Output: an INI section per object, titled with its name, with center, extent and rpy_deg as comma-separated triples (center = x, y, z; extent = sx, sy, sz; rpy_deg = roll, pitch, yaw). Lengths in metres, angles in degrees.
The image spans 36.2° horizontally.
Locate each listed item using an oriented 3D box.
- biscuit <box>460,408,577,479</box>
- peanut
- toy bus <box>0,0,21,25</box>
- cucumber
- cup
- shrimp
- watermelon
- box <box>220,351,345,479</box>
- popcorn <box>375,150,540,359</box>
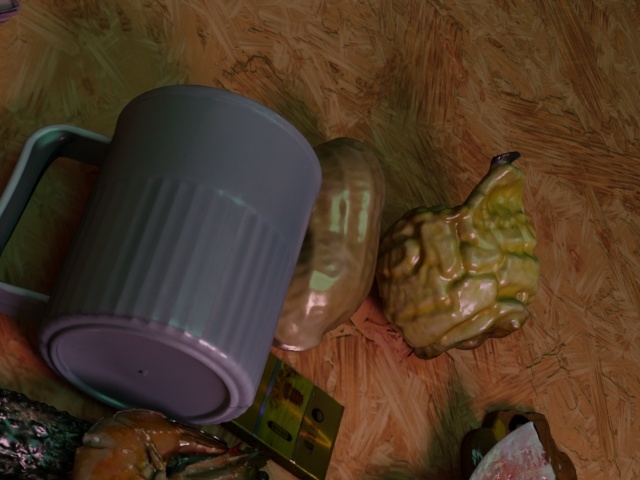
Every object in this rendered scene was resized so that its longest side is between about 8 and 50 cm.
[biscuit]
center = 0.335, 0.377, 1.592
extent = 0.290, 0.041, 0.208
rpy_deg = 12, 63, -41
[peanut]
center = 0.004, 0.002, 1.361
extent = 0.174, 0.158, 0.339
rpy_deg = 44, 45, -51
[toy bus]
center = -0.448, -0.358, 1.116
extent = 0.090, 0.112, 0.273
rpy_deg = -23, 87, -49
[cucumber]
center = -0.278, 0.222, 1.008
extent = 0.359, 0.096, 0.096
rpy_deg = 31, 51, -31
[cup]
center = -0.179, 0.005, 1.098
extent = 0.331, 0.257, 0.311
rpy_deg = 37, 49, -29
[shrimp]
center = -0.146, 0.247, 1.040
extent = 0.294, 0.062, 0.154
rpy_deg = 8, 55, -57
[watermelon]
center = 0.263, 0.436, 1.395
extent = 0.260, 0.176, 0.256
rpy_deg = -35, 117, -20
[box]
center = -0.056, 0.223, 1.282
extent = 0.193, 0.030, 0.121
rpy_deg = 39, 47, -24
[popcorn]
center = 0.212, 0.048, 1.490
extent = 0.293, 0.293, 0.237
rpy_deg = -17, 76, -48
